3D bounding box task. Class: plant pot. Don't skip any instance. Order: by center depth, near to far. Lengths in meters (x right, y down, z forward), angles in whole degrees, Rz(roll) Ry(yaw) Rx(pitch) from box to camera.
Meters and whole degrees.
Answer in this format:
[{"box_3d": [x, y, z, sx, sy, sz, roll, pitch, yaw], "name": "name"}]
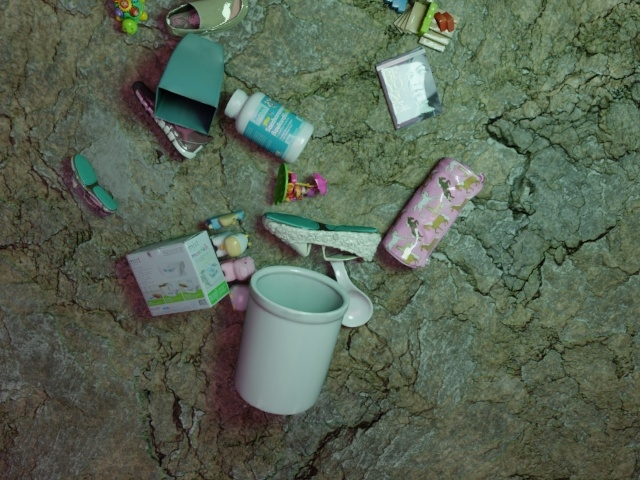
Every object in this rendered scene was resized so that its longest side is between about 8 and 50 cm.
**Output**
[{"box_3d": [-0.377, -0.477, 1.368, 0.166, 0.165, 0.234, 15, 69, -18], "name": "plant pot"}]

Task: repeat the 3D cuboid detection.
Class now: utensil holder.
[{"box_3d": [-0.109, 0.324, 1.534, 0.328, 0.327, 0.385, 13, 109, -6], "name": "utensil holder"}]

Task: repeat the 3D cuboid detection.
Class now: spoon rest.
[{"box_3d": [0.096, 0.185, 1.634, 0.137, 0.084, 0.276, -20, 104, 3], "name": "spoon rest"}]

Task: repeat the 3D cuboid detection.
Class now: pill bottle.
[{"box_3d": [-0.164, -0.365, 1.448, 0.264, 0.146, 0.146, 30, 102, -9], "name": "pill bottle"}]

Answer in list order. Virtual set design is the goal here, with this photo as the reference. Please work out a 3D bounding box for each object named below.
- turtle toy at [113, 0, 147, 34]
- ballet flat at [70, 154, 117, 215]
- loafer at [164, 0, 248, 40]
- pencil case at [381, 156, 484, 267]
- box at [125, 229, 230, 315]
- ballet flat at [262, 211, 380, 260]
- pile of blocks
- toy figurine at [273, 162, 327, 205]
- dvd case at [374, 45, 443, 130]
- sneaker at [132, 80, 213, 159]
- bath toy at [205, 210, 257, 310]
[{"box_3d": [-0.578, -0.689, 1.389, 0.095, 0.066, 0.130, -4, 105, -1], "name": "turtle toy"}, {"box_3d": [-0.762, -0.172, 1.520, 0.079, 0.077, 0.221, -26, 105, 25], "name": "ballet flat"}, {"box_3d": [-0.346, -0.675, 1.388, 0.269, 0.092, 0.101, -22, 104, 3], "name": "loafer"}, {"box_3d": [0.373, -0.092, 1.535, 0.167, 0.160, 0.386, 30, 101, -18], "name": "pencil case"}, {"box_3d": [-0.472, 0.112, 1.525, 0.262, 0.127, 0.231, -12, 105, 26], "name": "box"}, {"box_3d": [0.000, 0.000, 1.550, 0.409, 0.147, 0.146, 8, 104, -4], "name": "ballet flat"}, {"box_3d": [0.275, -0.727, 1.389, 0.362, 0.112, 0.149, 44, 99, -11], "name": "pile of blocks"}, {"box_3d": [-0.059, -0.171, 1.525, 0.159, 0.173, 0.130, 3, 61, -19], "name": "toy figurine"}, {"box_3d": [0.289, -0.492, 1.499, 0.165, 0.018, 0.221, -20, 104, 3], "name": "dvd case"}, {"box_3d": [-0.446, -0.410, 1.461, 0.163, 0.106, 0.281, -36, 111, -1], "name": "sneaker"}, {"box_3d": [-0.280, 0.076, 1.572, 0.129, 0.151, 0.348, -19, 111, -20], "name": "bath toy"}]
